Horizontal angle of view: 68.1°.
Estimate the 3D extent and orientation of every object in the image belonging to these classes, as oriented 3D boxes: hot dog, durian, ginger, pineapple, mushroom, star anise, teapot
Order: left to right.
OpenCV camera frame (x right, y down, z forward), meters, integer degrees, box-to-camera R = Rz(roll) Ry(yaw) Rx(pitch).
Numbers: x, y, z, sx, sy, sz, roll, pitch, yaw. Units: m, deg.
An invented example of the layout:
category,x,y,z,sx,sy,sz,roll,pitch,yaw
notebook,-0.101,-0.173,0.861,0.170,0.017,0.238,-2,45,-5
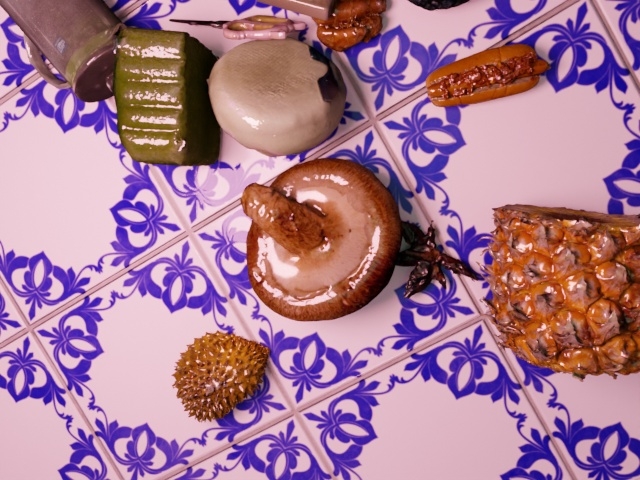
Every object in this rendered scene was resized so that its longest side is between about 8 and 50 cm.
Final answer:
category,x,y,z,sx,sy,sz,roll,pitch,yaw
teapot,-0.549,-0.444,1.018,0.337,0.200,0.270,49,125,-2
durian,-0.250,0.318,1.094,0.249,0.138,0.183,-39,99,15
mushroom,0.006,-0.002,0.993,0.344,0.239,0.345,7,118,13
ginger,0.061,-0.453,0.989,0.162,0.073,0.103,-7,102,5
star anise,0.223,0.050,1.041,0.157,0.053,0.212,-40,93,9
hot dog,0.342,-0.339,0.970,0.249,0.076,0.102,-10,92,9
pineapple,0.462,0.084,0.875,0.352,0.352,0.300,5,93,6

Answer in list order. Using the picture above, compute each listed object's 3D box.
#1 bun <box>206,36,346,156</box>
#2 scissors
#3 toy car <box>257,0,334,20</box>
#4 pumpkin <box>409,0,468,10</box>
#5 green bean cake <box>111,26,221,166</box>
category,x,y,z,sx,sy,sz,roll,pitch,yaw
bun,-0.088,-0.274,0.971,0.283,0.179,0.283,2,56,-4
scissors,-0.193,-0.457,1.007,0.317,0.160,0.024,14,130,21
toy car,-0.002,-0.636,0.914,0.242,0.226,0.336,17,65,5
pumpkin,0.239,-0.568,0.912,0.232,0.163,0.233,1,99,7
green bean cake,-0.303,-0.279,0.967,0.156,0.247,0.250,5,99,5
